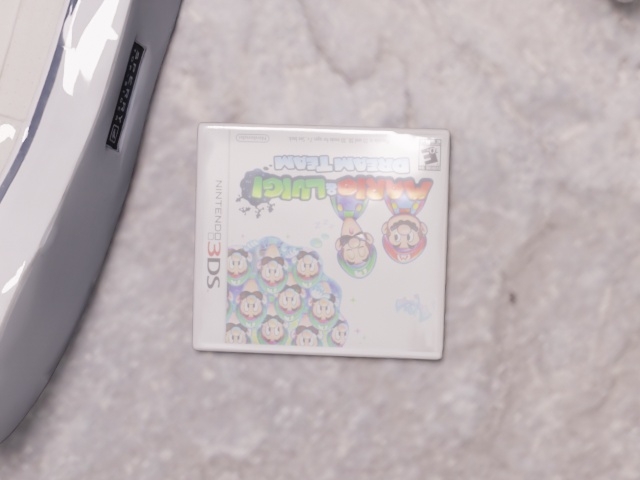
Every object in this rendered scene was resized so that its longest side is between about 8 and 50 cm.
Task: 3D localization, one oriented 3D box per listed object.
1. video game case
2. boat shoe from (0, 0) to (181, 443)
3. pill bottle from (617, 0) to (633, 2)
[{"bbox_3d":[0.000,0.000,0.908,0.157,0.019,0.143,2,93,4],"label":"video game case"},{"bbox_3d":[-0.199,-0.068,0.860,0.157,0.136,0.367,16,86,11],"label":"boat shoe"},{"bbox_3d":[0.155,-0.236,0.845,0.103,0.103,0.184,-40,90,5],"label":"pill bottle"}]
